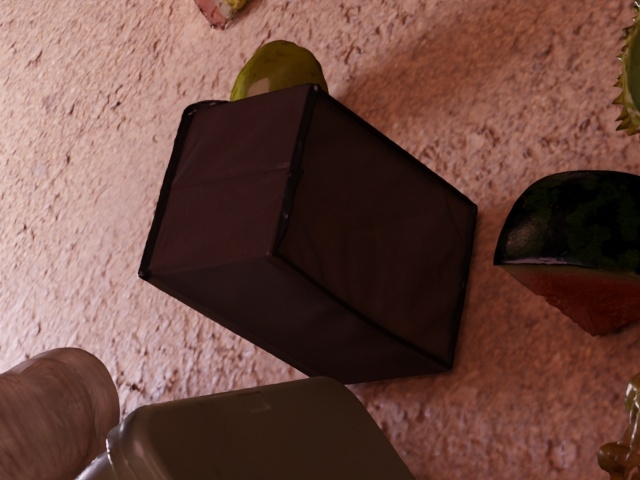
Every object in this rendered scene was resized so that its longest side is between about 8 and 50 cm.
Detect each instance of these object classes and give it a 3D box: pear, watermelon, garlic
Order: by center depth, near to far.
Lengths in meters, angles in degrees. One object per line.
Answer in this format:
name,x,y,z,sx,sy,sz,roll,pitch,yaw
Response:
watermelon,0.247,0.004,1.434,0.145,0.137,0.193,-13,11,43
garlic,-0.279,0.231,1.810,0.218,0.218,0.212,-35,79,24
pear,-0.043,-0.137,1.860,0.107,0.107,0.131,12,83,51

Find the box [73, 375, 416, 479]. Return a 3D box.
box,-0.127,0.286,1.425,0.344,0.352,0.177,-43,74,20

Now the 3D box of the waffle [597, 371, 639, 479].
waffle,0.255,0.211,1.242,0.302,0.068,0.325,-55,22,27

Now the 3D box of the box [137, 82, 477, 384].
box,0.000,0.000,1.583,0.153,0.252,0.188,-14,52,40

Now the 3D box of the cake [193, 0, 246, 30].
cake,-0.119,-0.344,2.158,0.109,0.090,0.225,-42,57,13

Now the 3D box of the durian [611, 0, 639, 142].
durian,0.347,-0.125,1.365,0.237,0.176,0.200,-17,46,33
